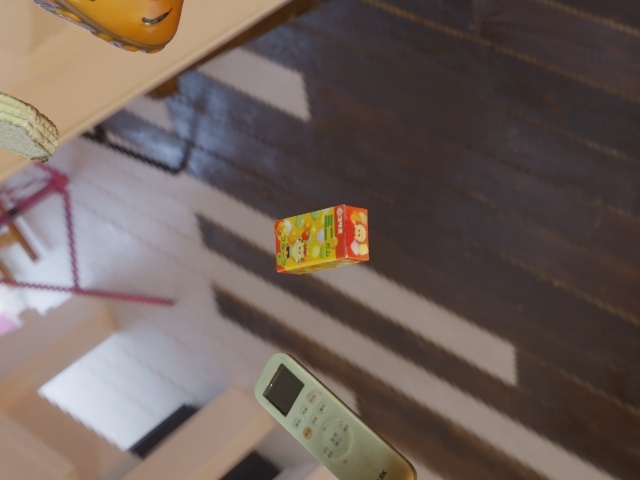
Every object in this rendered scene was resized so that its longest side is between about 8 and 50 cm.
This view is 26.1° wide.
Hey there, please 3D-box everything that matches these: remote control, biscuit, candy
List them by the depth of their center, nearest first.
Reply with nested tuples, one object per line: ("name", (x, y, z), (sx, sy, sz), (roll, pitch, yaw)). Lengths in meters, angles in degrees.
("candy", (0.000, 0.000, 1.574), (0.122, 0.038, 0.062), (-13, 74, 46))
("biscuit", (-0.419, -0.155, 1.658), (0.250, 0.046, 0.147), (21, 167, 22))
("remote control", (0.019, 0.263, 1.903), (0.309, 0.038, 0.090), (40, 108, 37))

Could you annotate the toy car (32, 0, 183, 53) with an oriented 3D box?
("toy car", (-0.200, -0.321, 1.275), (0.271, 0.240, 0.341), (27, -176, -40))
